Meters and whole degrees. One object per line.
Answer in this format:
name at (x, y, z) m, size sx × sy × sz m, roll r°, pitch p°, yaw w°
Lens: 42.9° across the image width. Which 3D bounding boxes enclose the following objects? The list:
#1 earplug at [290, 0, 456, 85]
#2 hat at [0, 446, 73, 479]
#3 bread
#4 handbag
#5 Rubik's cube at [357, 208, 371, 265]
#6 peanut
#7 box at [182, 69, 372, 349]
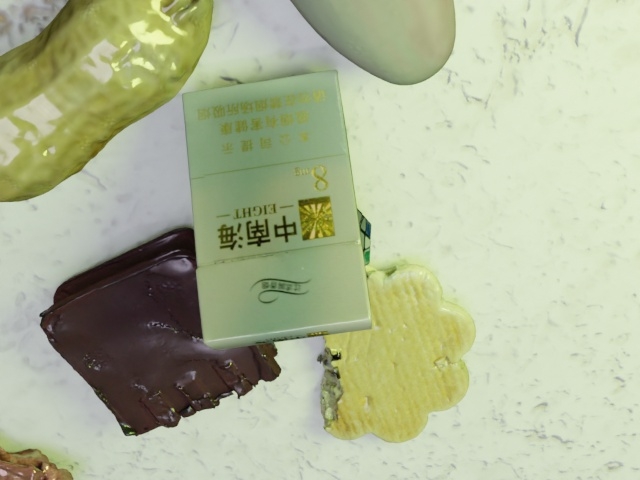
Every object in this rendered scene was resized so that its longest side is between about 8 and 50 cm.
earplug at (0.019, -0.254, 0.675) m, size 0.172 × 0.172 × 0.301 m, roll -31°, pitch 120°, yaw 15°
hat at (-0.451, 0.375, 1.031) m, size 0.236 × 0.107 × 0.286 m, roll 23°, pitch 111°, yaw -2°
bread at (0.086, 0.134, 0.949) m, size 0.181 × 0.039 × 0.251 m, roll -1°, pitch 118°, yaw -1°
handbag at (-0.175, 0.108, 0.912) m, size 0.203 × 0.074 × 0.216 m, roll -26°, pitch 118°, yaw 13°
Rubik's cube at (0.000, 0.000, 0.844) m, size 0.093 × 0.111 × 0.111 m, roll -1°, pitch 122°, yaw 27°
peanut at (-0.218, -0.146, 0.743) m, size 0.290 × 0.130 × 0.130 m, roll -35°, pitch 114°, yaw 9°
box at (-0.041, -0.028, 0.762) m, size 0.155 × 0.067 × 0.243 m, roll -10°, pitch 75°, yaw 4°
